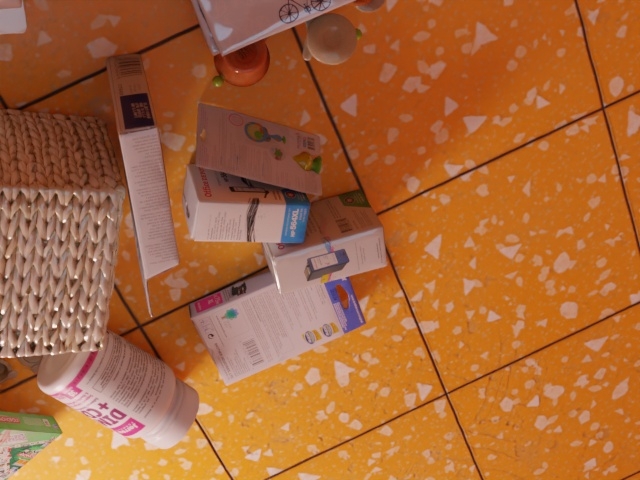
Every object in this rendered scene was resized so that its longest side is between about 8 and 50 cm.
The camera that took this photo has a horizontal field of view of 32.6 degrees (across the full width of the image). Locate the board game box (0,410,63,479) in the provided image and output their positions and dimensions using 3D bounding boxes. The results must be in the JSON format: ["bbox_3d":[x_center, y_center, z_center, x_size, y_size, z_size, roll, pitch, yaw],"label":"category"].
[{"bbox_3d":[-0.654,0.399,2.041,0.213,0.046,0.317,-40,157,8],"label":"board game box"}]

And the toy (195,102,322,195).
[{"bbox_3d":[-0.114,-0.150,1.951,0.237,0.137,0.056,11,145,-19],"label":"toy"}]

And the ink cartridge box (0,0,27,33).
[{"bbox_3d":[-0.540,-0.436,1.554,0.207,0.119,0.353,-8,121,-10],"label":"ink cartridge box"}]

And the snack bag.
[{"bbox_3d":[-0.086,-0.507,1.734,0.323,0.037,0.342,-23,104,-3],"label":"snack bag"}]

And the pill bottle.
[{"bbox_3d":[-0.379,0.277,2.084,0.283,0.160,0.160,36,104,-30],"label":"pill bottle"}]

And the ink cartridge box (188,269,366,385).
[{"bbox_3d":[-0.082,0.146,2.154,0.311,0.065,0.186,-22,123,0],"label":"ink cartridge box"}]

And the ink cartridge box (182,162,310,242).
[{"bbox_3d":[-0.136,-0.067,1.963,0.203,0.148,0.086,2,120,-18],"label":"ink cartridge box"}]

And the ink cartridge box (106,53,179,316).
[{"bbox_3d":[-0.287,-0.098,1.798,0.071,0.324,0.330,-11,122,-9],"label":"ink cartridge box"}]

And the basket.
[{"bbox_3d":[-0.483,-0.014,1.792,0.266,0.328,0.331,3,118,-20],"label":"basket"}]

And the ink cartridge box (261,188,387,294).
[{"bbox_3d":[0.000,0.000,2.037,0.212,0.154,0.093,-14,124,-9],"label":"ink cartridge box"}]

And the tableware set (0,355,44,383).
[{"bbox_3d":[-0.596,0.201,2.062,0.141,0.020,0.169,-28,122,0],"label":"tableware set"}]

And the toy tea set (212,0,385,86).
[{"bbox_3d":[-0.048,-0.374,1.858,0.336,0.124,0.200,-8,91,-8],"label":"toy tea set"}]
